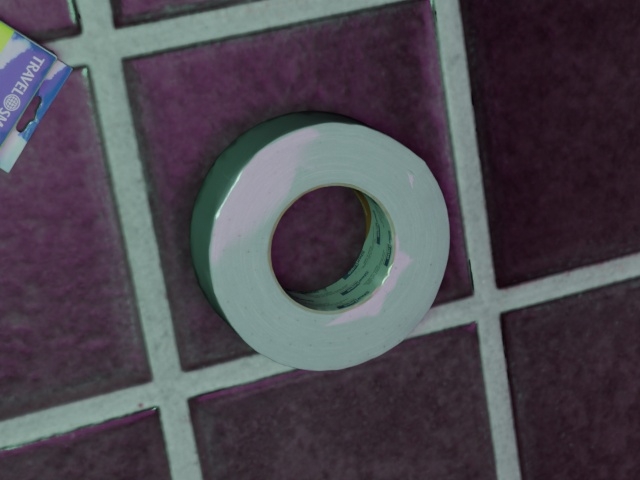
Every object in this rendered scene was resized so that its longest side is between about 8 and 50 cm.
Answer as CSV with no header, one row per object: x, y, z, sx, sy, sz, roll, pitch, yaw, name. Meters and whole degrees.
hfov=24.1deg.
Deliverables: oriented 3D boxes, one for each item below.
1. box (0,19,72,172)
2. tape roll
-0.296,-0.139,1.191,0.178,0.042,0.109,32,92,-21,box
0.000,0.000,1.307,0.219,0.072,0.219,-5,104,-18,tape roll
